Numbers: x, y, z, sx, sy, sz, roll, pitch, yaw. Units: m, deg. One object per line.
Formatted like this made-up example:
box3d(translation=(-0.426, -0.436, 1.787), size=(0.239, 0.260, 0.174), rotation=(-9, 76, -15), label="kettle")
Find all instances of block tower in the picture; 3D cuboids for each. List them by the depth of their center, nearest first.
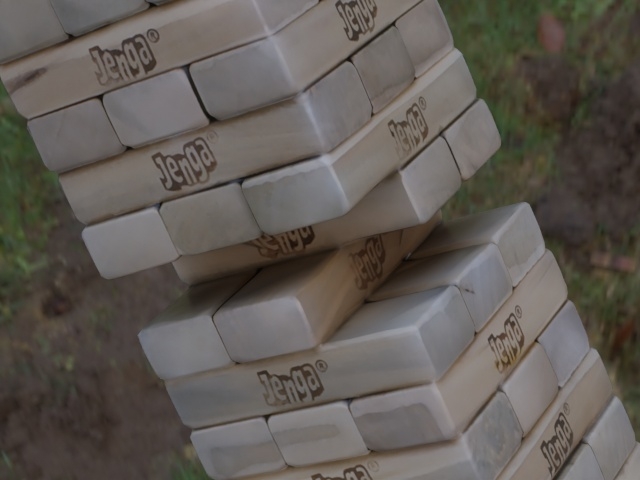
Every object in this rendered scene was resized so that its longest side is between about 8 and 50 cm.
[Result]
box3d(translation=(0.000, 0.000, 0.542), size=(0.097, 0.335, 0.091), rotation=(-15, 17, 33), label="block tower")
